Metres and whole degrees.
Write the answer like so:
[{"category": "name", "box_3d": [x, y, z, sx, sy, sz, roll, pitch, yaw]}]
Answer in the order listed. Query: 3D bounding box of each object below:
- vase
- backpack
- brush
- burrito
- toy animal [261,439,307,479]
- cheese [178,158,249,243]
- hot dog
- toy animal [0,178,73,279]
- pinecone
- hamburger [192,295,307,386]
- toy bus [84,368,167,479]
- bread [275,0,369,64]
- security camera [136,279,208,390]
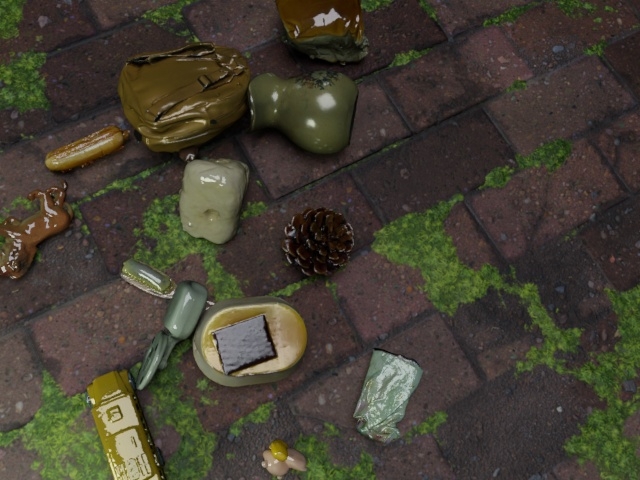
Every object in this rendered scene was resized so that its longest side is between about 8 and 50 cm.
[{"category": "vase", "box_3d": [-0.043, -0.407, 1.830, 0.303, 0.240, 0.329, 10, 38, 4]}, {"category": "backpack", "box_3d": [-0.374, -0.410, 1.769, 0.378, 0.201, 0.353, -16, 59, -8]}, {"category": "brush", "box_3d": [-0.397, 0.133, 1.661, 0.313, 0.067, 0.072, 28, 69, 2]}, {"category": "burrito", "box_3d": [0.170, 0.406, 1.618, 0.144, 0.089, 0.228, 18, 68, 15]}, {"category": "toy animal", "box_3d": [-0.097, 0.549, 1.545, 0.114, 0.091, 0.082, 31, 86, -26]}, {"category": "cheese", "box_3d": [-0.282, -0.155, 1.688, 0.174, 0.247, 0.251, 16, 63, -2]}, {"category": "hot dog", "box_3d": [-0.653, -0.255, 1.759, 0.249, 0.102, 0.076, -27, 117, -13]}, {"category": "toy animal", "box_3d": [-0.771, -0.027, 1.668, 0.312, 0.097, 0.157, -43, 92, -21]}, {"category": "pinecone", "box_3d": [0.000, 0.000, 1.688, 0.208, 0.207, 0.207, 2, 70, -6]}, {"category": "hamburger", "box_3d": [-0.178, 0.257, 1.599, 0.296, 0.151, 0.226, -1, 78, -17]}, {"category": "toy bus", "box_3d": [-0.468, 0.479, 1.494, 0.121, 0.123, 0.335, -21, 74, -14]}, {"category": "bread", "box_3d": [0.005, -0.685, 1.915, 0.279, 0.225, 0.250, -8, 70, -5]}, {"category": "security camera", "box_3d": [-0.374, 0.243, 1.565, 0.080, 0.157, 0.301, 28, 83, -20]}]
